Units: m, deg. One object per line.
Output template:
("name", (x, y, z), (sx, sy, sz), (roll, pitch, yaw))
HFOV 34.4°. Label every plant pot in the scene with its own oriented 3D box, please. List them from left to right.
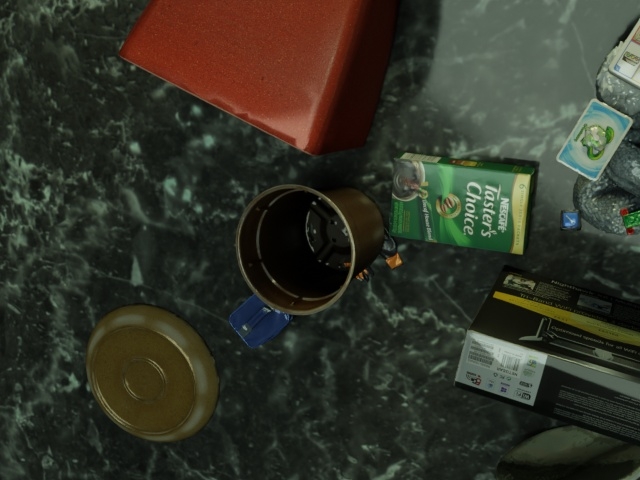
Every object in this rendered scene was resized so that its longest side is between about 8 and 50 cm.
("plant pot", (-0.272, 0.215, 1.621), (0.236, 0.032, 0.236), (6, 110, 19))
("plant pot", (-0.039, -0.272, 1.269), (0.267, 0.267, 0.235), (28, 103, 10))
("plant pot", (0.000, 0.000, 1.369), (0.167, 0.165, 0.167), (4, 101, 24))

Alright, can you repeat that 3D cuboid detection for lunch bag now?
("lunch bag", (-0.078, 0.105, 1.495), (0.067, 0.065, 0.098), (48, 117, 1))

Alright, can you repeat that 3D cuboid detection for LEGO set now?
("LEGO set", (0.356, -0.092, 1.086), (0.182, 0.060, 0.244), (32, 94, 13))

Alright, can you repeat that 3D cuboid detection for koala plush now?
("koala plush", (0.376, -0.133, 1.188), (0.203, 0.196, 0.221), (-4, 109, 32))

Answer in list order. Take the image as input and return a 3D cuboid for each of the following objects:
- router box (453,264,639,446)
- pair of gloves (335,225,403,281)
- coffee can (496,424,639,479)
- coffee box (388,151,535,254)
("router box", (0.339, 0.142, 1.254), (0.309, 0.243, 0.081), (17, 112, 15))
("pair of gloves", (0.068, 0.017, 1.443), (0.083, 0.010, 0.074), (-27, 96, 25))
("coffee can", (0.361, 0.405, 1.353), (0.201, 0.201, 0.275), (-13, 102, 23))
("coffee box", (0.185, -0.050, 1.361), (0.184, 0.040, 0.113), (10, 110, 17))
